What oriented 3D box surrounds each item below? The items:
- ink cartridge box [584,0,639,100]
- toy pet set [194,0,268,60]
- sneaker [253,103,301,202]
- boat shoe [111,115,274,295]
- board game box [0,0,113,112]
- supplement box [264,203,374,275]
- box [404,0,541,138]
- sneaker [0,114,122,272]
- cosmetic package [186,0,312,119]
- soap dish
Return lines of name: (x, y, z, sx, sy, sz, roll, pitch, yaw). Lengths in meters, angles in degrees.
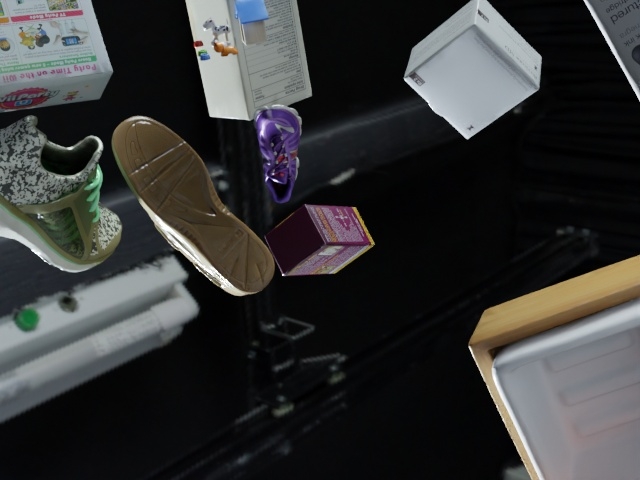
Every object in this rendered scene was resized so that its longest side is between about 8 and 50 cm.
ink cartridge box: (0.380, -0.145, 0.813, 0.115, 0.198, 0.272, 11, -128, -56)
toy pet set: (-0.135, -0.321, 1.428, 0.114, 0.122, 0.065, -13, -66, -9)
sneaker: (-0.056, -0.122, 1.368, 0.170, 0.068, 0.071, 82, -177, -47)
boat shoe: (-0.218, -0.043, 1.532, 0.122, 0.110, 0.341, -41, -83, -27)
board game box: (-0.424, -0.324, 1.243, 0.224, 0.097, 0.303, -13, -100, -28)
supplement box: (0.000, 0.000, 0.858, 0.083, 0.055, 0.043, 1, -122, -56)
box: (0.284, -0.320, 1.777, 0.181, 0.182, 0.119, 39, -140, -20)
sneaker: (-0.377, -0.073, 1.429, 0.182, 0.158, 0.410, -32, -18, 8)
cosmetic package: (-0.126, -0.372, 1.596, 0.160, 0.113, 0.309, -28, -62, -41)
soap dish: (0.316, 0.164, 1.067, 0.118, 0.229, 0.290, -93, -22, -57)
